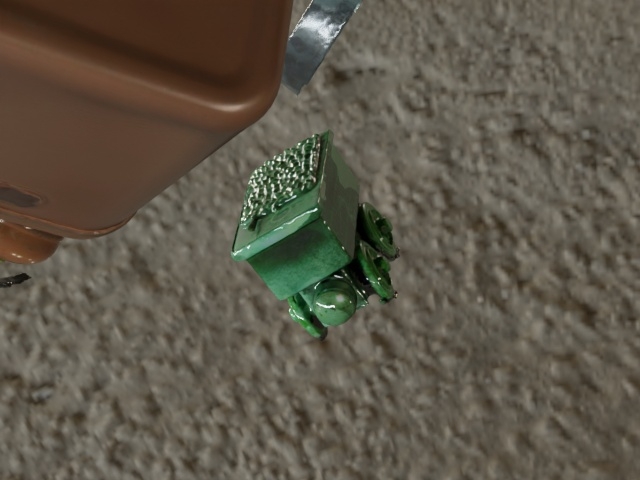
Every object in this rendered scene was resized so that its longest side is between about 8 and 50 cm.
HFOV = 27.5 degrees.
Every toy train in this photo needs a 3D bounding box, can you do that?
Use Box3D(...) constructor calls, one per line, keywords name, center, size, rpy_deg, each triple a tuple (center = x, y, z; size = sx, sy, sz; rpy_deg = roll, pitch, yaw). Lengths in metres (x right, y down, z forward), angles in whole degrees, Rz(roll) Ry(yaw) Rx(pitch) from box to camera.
Box3D(name="toy train", center=(0.000, 0.000, 1.684), size=(0.145, 0.202, 0.266), rpy_deg=(-29, 23, 18))

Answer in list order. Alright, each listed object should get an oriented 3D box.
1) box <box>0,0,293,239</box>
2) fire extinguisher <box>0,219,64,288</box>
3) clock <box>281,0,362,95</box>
Box3D(name="box", center=(-0.155, -0.204, 0.803), size=(0.229, 0.239, 0.339), rpy_deg=(-24, 55, 56))
Box3D(name="fire extinguisher", center=(-0.261, -0.101, 1.127), size=(0.113, 0.200, 0.376), rpy_deg=(32, 96, 42))
Box3D(name="clock", center=(0.023, -0.323, 1.744), size=(0.055, 0.280, 0.280), rpy_deg=(33, 53, -5))
